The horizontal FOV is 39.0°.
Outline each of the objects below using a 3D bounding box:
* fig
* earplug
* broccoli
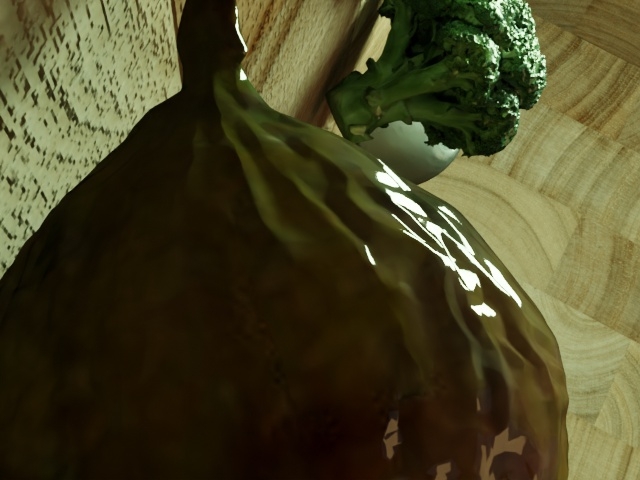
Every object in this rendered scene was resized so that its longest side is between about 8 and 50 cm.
[{"bbox_3d":[-0.036,0.006,0.439,0.286,0.286,0.368,67,17,-84],"label":"fig"},{"bbox_3d":[0.134,-0.143,1.571,0.214,0.175,0.325,-56,174,-28],"label":"earplug"},{"bbox_3d":[0.136,-0.201,1.098,0.270,0.270,0.270,-29,169,-9],"label":"broccoli"}]
